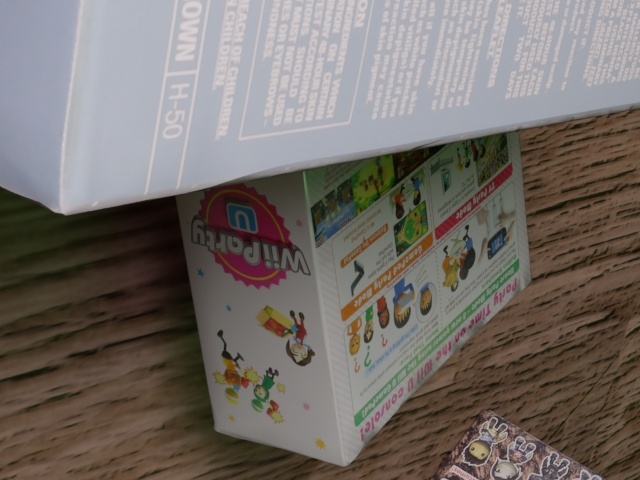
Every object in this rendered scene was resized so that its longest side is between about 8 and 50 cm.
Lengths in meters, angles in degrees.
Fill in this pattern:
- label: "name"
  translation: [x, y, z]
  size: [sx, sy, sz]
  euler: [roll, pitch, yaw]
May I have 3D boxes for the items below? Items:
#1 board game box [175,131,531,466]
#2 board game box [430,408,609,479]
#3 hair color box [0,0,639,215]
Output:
- label: "board game box"
  translation: [0.018, -0.067, 0.855]
  size: [0.224, 0.097, 0.303]
  euler: [-38, 128, -46]
- label: "board game box"
  translation: [0.135, 0.330, 1.285]
  size: [0.291, 0.141, 0.232]
  euler: [-51, 142, -14]
- label: "hair color box"
  translation: [-0.009, -0.110, 0.542]
  size: [0.374, 0.185, 0.114]
  euler: [-13, 119, -52]
